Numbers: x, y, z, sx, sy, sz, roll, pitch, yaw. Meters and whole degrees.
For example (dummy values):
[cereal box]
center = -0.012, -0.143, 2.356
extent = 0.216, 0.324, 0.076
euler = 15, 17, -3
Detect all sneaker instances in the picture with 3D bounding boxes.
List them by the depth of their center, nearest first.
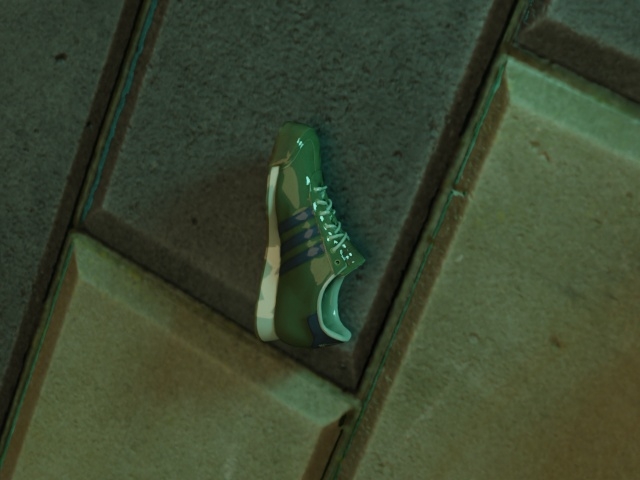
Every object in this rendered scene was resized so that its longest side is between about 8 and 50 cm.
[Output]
[sneaker]
center = 0.000, 0.000, 1.320
extent = 0.086, 0.064, 0.192
euler = 11, 103, 21
